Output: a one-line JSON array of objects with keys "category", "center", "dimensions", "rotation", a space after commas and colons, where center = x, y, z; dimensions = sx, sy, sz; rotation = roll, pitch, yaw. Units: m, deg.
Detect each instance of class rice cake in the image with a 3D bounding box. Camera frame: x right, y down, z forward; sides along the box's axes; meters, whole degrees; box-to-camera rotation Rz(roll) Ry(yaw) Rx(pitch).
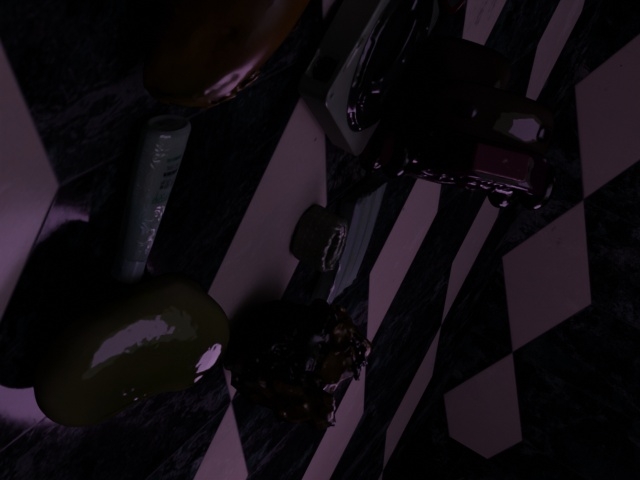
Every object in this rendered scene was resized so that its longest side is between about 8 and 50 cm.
[{"category": "rice cake", "center": [0.049, 0.007, 1.819], "dimensions": [0.127, 0.043, 0.237], "rotation": [-38, 150, -48]}]

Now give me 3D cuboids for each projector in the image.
[{"category": "projector", "center": [0.081, -0.264, 1.432], "dimensions": [0.257, 0.079, 0.259], "rotation": [-60, 164, -5]}]

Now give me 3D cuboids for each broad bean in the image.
[{"category": "broad bean", "center": [-0.206, 0.123, 1.171], "dimensions": [0.263, 0.121, 0.189], "rotation": [-29, 152, -55]}]

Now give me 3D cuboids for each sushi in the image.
[{"category": "sushi", "center": [-0.026, 0.175, 1.624], "dimensions": [0.204, 0.200, 0.213], "rotation": [-58, 169, -34]}]

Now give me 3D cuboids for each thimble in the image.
[{"category": "thimble", "center": [0.000, 0.000, 1.640], "dimensions": [0.084, 0.062, 0.110], "rotation": [-50, 159, -35]}]

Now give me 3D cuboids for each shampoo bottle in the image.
[{"category": "shampoo bottle", "center": [-0.186, -0.041, 1.102], "dimensions": [0.069, 0.041, 0.190], "rotation": [-39, 153, -61]}]

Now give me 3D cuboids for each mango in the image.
[{"category": "mango", "center": [-0.085, -0.233, 0.954], "dimensions": [0.156, 0.151, 0.248], "rotation": [21, 111, -35]}]

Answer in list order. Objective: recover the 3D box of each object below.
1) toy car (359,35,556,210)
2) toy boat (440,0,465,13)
[{"category": "toy car", "center": [0.220, -0.187, 1.578], "dimensions": [0.341, 0.271, 0.240], "rotation": [-160, -98, -72]}, {"category": "toy boat", "center": [0.185, -0.452, 1.417], "dimensions": [0.318, 0.072, 0.219], "rotation": [39, 65, -69]}]
